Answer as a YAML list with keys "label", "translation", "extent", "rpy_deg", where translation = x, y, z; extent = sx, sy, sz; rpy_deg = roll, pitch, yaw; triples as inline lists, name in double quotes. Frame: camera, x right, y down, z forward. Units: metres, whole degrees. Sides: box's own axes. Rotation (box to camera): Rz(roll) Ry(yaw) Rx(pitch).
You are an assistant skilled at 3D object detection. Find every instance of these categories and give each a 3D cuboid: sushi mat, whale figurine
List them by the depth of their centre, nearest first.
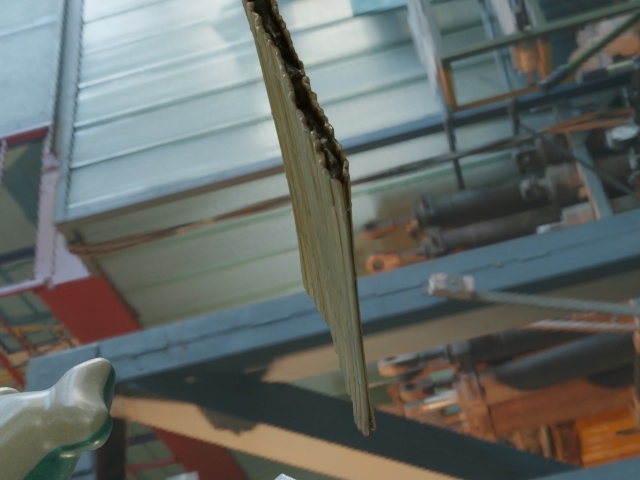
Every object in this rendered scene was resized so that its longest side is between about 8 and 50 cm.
- label: "sushi mat"
  translation: [0.000, 0.000, 0.631]
  extent: [0.316, 0.019, 0.151]
  rpy_deg: [81, 168, -56]
- label: "whale figurine"
  translation: [-0.286, 0.221, 0.902]
  extent: [0.141, 0.272, 0.216]
  rpy_deg: [54, -172, -28]

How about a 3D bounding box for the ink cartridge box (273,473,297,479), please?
- label: "ink cartridge box"
  translation: [0.088, 0.269, 0.634]
  extent: [0.175, 0.069, 0.371]
  rpy_deg: [57, 157, -19]
